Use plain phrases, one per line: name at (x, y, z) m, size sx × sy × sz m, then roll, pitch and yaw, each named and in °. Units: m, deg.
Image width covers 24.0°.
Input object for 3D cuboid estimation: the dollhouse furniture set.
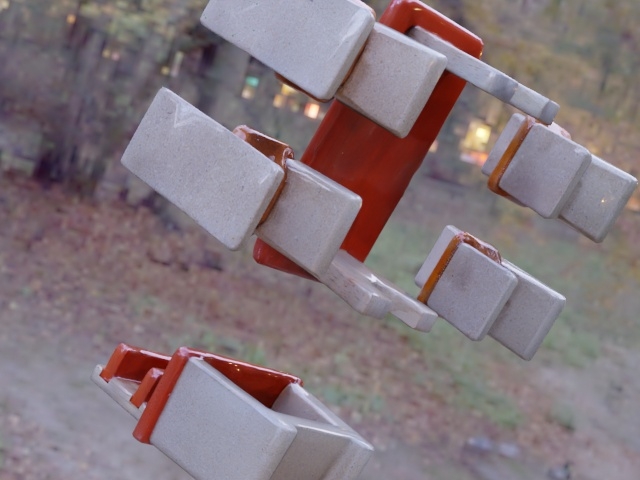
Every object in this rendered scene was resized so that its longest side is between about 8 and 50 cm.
dollhouse furniture set at (0.000, 0.000, 0.765) m, size 0.135 × 0.259 × 0.262 m, roll 36°, pitch 9°, yaw 38°
